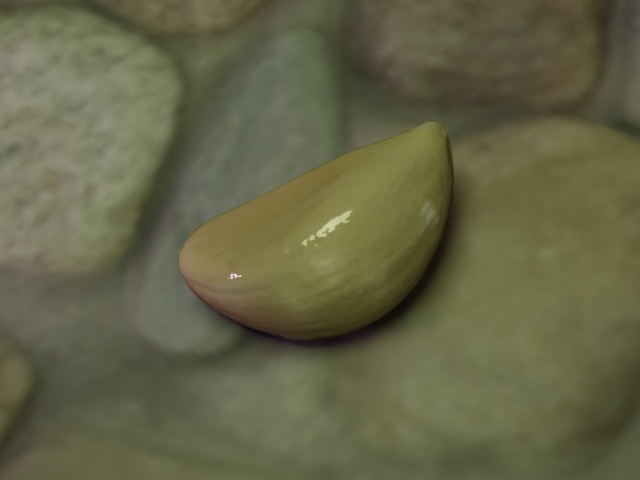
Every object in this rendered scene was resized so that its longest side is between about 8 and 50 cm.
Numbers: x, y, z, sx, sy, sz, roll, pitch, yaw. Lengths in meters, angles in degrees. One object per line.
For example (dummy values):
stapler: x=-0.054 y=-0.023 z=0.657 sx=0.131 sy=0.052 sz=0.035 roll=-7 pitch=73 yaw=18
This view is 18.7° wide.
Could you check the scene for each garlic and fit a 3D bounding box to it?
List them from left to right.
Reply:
garlic: x=0.000 y=0.000 z=0.541 sx=0.083 sy=0.041 sz=0.053 roll=-21 pitch=45 yaw=12
